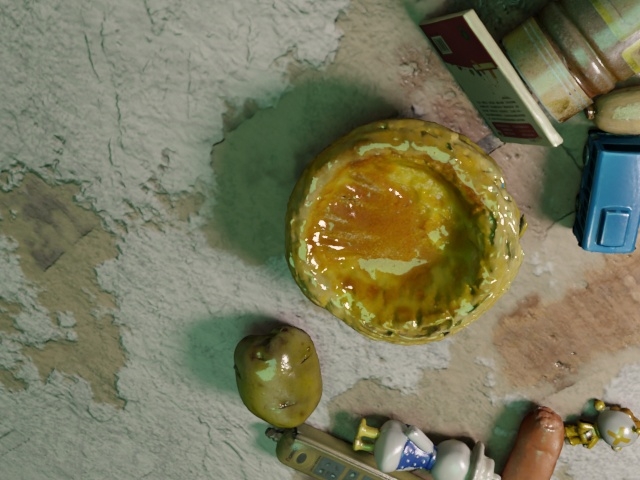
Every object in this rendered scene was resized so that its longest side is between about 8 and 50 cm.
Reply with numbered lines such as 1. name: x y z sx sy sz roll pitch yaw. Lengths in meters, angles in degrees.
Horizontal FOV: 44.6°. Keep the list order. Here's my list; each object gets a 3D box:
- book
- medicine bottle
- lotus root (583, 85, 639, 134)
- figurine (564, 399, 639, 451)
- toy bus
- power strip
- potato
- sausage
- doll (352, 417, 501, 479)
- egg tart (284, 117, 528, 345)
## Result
1. book: 0.243 -0.230 1.130 0.022 0.162 0.232 -43 107 -4
2. medicine bottle: 0.419 -0.312 1.053 0.322 0.151 0.151 -36 108 24
3. lotus root: 0.470 -0.194 1.161 0.150 0.062 0.073 -3 119 12
4. figurine: 0.522 0.349 1.456 0.143 0.068 0.101 6 114 25
5. toy bus: 0.450 -0.070 1.209 0.090 0.106 0.185 2 119 6
6. power strip: 0.062 0.470 1.595 0.387 0.066 0.092 26 117 -5
7. potato: -0.077 0.253 1.455 0.154 0.137 0.200 -9 115 13
8. sausage: 0.387 0.495 1.538 0.094 0.094 0.419 -7 125 -32
9. doll: 0.209 0.420 1.521 0.293 0.119 0.138 17 128 6
10. egg tart: 0.132 -0.018 1.247 0.387 0.169 0.388 3 115 6
